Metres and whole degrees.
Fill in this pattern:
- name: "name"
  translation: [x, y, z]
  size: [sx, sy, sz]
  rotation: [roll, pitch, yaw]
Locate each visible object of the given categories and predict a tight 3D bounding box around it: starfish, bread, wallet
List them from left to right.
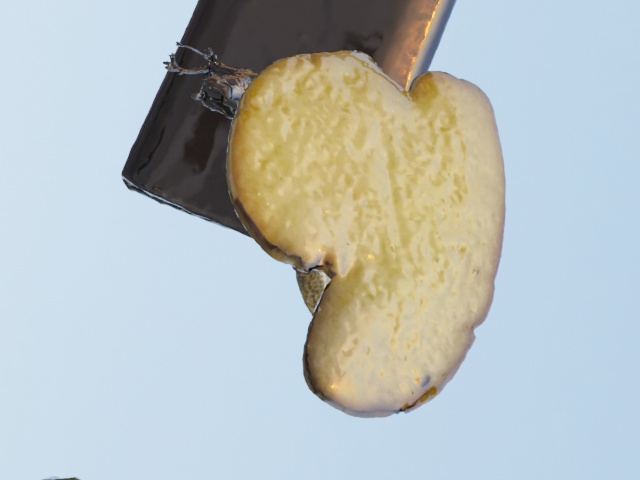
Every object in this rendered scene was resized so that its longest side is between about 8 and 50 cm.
- name: "wallet"
  translation: [-0.006, -0.195, 1.710]
  size: [0.062, 0.228, 0.406]
  rotation: [156, -43, -87]
- name: "starfish"
  translation: [-0.002, 0.001, 1.436]
  size: [0.217, 0.050, 0.223]
  rotation: [137, -66, -81]
- name: "bread"
  translation: [0.012, -0.004, 0.921]
  size: [0.065, 0.149, 0.187]
  rotation: [-27, -131, 62]

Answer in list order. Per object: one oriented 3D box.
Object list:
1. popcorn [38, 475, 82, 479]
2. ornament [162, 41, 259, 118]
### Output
- name: "popcorn"
  translation: [-0.287, 0.343, 1.733]
  size: [0.293, 0.293, 0.237]
  rotation: [-17, -99, 53]
- name: "ornament"
  translation: [-0.074, -0.117, 1.387]
  size: [0.125, 0.073, 0.028]
  rotation: [28, -58, 32]
